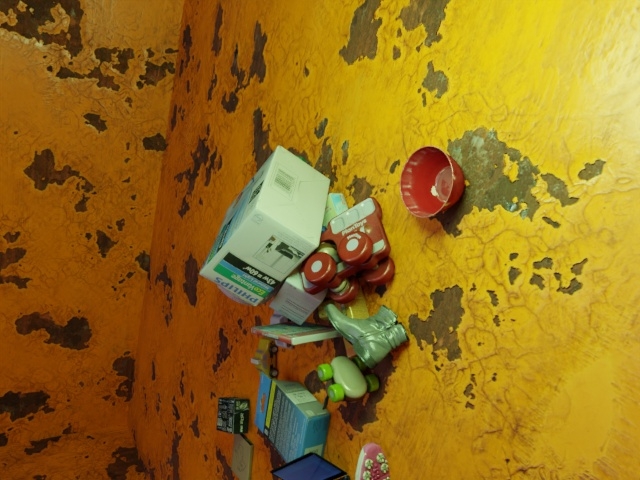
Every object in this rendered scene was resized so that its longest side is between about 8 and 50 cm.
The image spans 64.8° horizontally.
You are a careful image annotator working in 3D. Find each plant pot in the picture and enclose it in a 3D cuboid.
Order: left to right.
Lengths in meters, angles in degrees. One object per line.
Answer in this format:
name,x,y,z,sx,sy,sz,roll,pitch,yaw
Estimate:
plant pot,0.039,0.228,1.674,0.081,0.083,0.081,-20,73,53

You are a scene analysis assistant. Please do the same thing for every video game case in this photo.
video game case,-0.084,0.315,1.742,0.285,0.204,0.025,-3,90,55

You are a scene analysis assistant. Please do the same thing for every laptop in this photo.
laptop,-0.014,0.848,1.650,0.234,0.137,0.264,-39,57,34

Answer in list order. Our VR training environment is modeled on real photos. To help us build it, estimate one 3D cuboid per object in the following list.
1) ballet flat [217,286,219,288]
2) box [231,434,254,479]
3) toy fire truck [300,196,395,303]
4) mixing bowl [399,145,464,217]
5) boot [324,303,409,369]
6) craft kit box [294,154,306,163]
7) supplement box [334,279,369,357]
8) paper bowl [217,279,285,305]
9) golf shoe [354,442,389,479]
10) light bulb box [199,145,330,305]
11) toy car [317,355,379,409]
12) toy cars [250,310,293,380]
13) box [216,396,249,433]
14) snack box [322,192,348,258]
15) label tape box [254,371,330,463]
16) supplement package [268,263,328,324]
ballet flat,-0.414,0.192,2.347,0.077,0.077,0.231,59,141,7
box,-0.353,0.977,2.270,0.164,0.021,0.201,15,101,54
toy fire truck,0.070,0.027,1.524,0.302,0.169,0.253,-30,45,21
mixing bowl,0.301,-0.148,1.296,0.181,0.098,0.181,-1,89,54
boot,0.136,0.244,1.482,0.161,0.083,0.246,-42,62,-3
craft kit box,-0.116,-0.148,1.904,0.247,0.061,0.249,-38,58,35
supplement box,0.105,0.243,1.586,0.078,0.080,0.233,-38,61,47
paper bowl,-0.261,0.095,1.932,0.148,0.284,0.284,-47,52,43
golf shoe,0.131,0.754,1.508,0.140,0.115,0.306,-4,85,58
light bulb box,-0.174,-0.046,1.644,0.361,0.225,0.357,-44,22,35
toy car,0.068,0.470,1.580,0.149,0.155,0.188,57,142,39
toy cars,-0.195,0.408,2.002,0.176,0.087,0.393,55,131,40
box,-0.394,0.785,2.268,0.180,0.078,0.147,-21,63,53
snack box,0.000,0.000,1.756,0.322,0.060,0.187,-44,56,45
label tape box,-0.111,0.657,1.856,0.334,0.106,0.240,27,112,52
supplement package,-0.060,0.163,1.689,0.139,0.134,0.244,-60,3,-32
